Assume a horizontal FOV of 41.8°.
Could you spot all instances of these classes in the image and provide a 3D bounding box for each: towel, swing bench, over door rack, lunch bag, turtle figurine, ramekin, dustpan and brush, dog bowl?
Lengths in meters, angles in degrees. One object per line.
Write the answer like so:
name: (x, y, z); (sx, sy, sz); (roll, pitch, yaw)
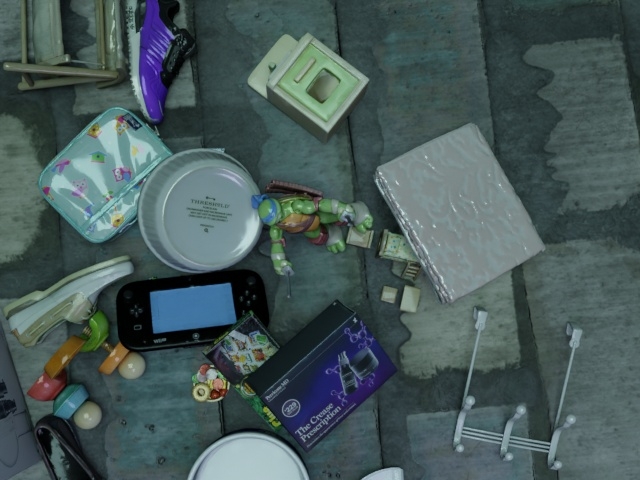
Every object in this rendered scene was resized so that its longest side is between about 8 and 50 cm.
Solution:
towel: (0.303, -0.064, 1.814); (0.316, 0.053, 0.332); (-26, 86, -30)
swing bench: (-0.547, -0.472, 1.829); (0.254, 0.165, 0.254); (-2, 84, -8)
over door rack: (0.428, 0.317, 1.812); (0.239, 0.108, 0.325); (11, 84, -2)
lunch bag: (-0.448, -0.139, 1.824); (0.279, 0.108, 0.224); (-44, 87, -5)
turtle figurine: (0.000, 0.000, 1.725); (0.274, 0.266, 0.198); (29, 107, 34)
ramekin: (-0.242, -0.057, 1.767); (0.272, 0.127, 0.273); (-4, 100, -21)
dustpan and brush: (0.081, 0.570, 1.799); (0.211, 0.060, 0.147); (-4, 85, -2)
dog bowl: (-0.150, 0.535, 1.774); (0.264, 0.104, 0.265); (0, 85, -1)

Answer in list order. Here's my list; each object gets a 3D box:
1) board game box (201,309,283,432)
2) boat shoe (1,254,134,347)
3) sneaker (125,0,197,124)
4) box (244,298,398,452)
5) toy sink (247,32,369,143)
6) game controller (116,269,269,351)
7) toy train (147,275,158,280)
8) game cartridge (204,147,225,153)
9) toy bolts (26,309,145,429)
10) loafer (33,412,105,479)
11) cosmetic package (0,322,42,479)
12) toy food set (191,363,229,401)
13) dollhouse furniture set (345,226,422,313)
board game box: (-0.121, 0.280, 1.777); (0.136, 0.030, 0.260); (-40, 116, -7)
boat shoe: (-0.527, 0.129, 1.802); (0.302, 0.113, 0.103); (-26, 87, 7)
sneaker: (-0.345, -0.407, 1.855); (0.146, 0.102, 0.294); (-6, 85, -3)
box: (0.004, 0.282, 1.758); (0.261, 0.103, 0.184); (-41, 114, -10)
toy sink: (-0.032, -0.352, 1.846); (0.234, 0.131, 0.153); (38, 84, 2)
game controller: (-0.272, 0.150, 1.790); (0.319, 0.067, 0.167); (-7, 50, -9)
toy train: (-0.370, 0.121, 1.849); (0.023, 0.017, 0.083); (-1, 85, 9)
game cartridge: (-0.241, -0.165, 1.880); (0.055, 0.017, 0.083); (0, 85, -5)
toy bolts: (-0.489, 0.295, 1.750); (0.158, 0.218, 0.228); (41, 103, -4)
loafer: (-0.523, 0.509, 1.767); (0.109, 0.095, 0.303); (-30, 86, -4)
cosmetic package: (-0.696, 0.300, 1.688); (0.097, 0.284, 0.378); (-19, 86, -5)
toy food set: (-0.240, 0.312, 1.833); (0.083, 0.020, 0.083); (1, 85, -1)
dollhouse furniture set: (0.137, 0.061, 1.828); (0.181, 0.101, 0.161); (13, 84, -1)
